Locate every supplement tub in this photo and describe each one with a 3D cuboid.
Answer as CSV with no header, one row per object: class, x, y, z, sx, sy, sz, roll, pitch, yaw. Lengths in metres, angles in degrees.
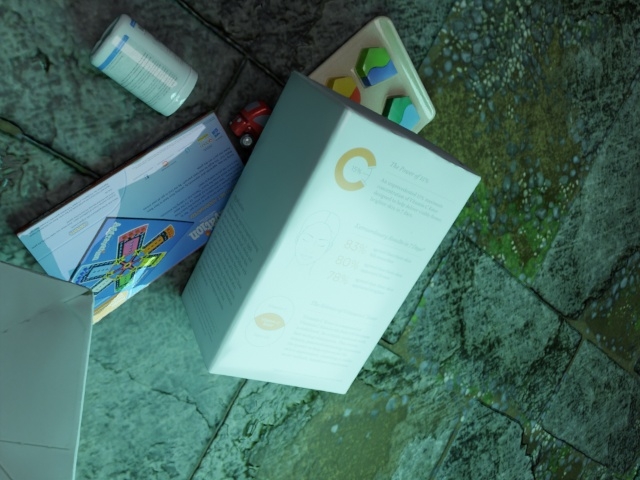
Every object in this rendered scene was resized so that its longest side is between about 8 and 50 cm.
supplement tub,-0.208,-0.206,0.691,0.107,0.071,0.071,37,81,-32

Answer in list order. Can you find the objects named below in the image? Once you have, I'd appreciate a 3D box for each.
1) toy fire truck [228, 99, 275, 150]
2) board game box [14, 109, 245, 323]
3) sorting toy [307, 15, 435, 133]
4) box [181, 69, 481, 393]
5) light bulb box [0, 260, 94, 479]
toy fire truck,-0.017,-0.138,0.813,0.135,0.047,0.192,-43,120,6
board game box,-0.217,-0.033,0.750,0.281,0.027,0.145,-38,116,-20
sorting toy,0.074,-0.203,0.887,0.208,0.038,0.193,-44,120,-16
box,0.000,0.000,0.752,0.215,0.168,0.345,19,109,-33
light bulb box,-0.427,0.168,0.449,0.358,0.225,0.361,25,127,-34
